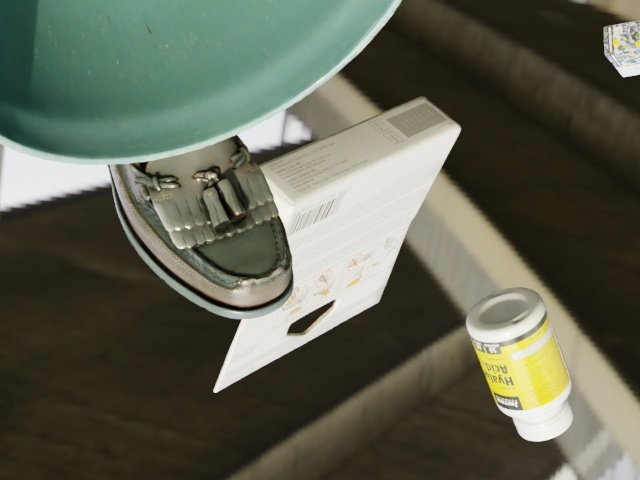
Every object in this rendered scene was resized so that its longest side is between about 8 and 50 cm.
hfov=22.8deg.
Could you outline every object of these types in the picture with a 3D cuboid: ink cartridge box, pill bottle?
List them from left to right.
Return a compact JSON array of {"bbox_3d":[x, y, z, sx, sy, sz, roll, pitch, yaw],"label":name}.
[{"bbox_3d":[0.000,0.000,1.670,0.066,0.261,0.296,40,-142,20],"label":"ink cartridge box"},{"bbox_3d":[0.163,0.101,1.268,0.065,0.116,0.065,-19,-153,10],"label":"pill bottle"},{"bbox_3d":[0.313,-0.174,1.395,0.115,0.029,0.063,-7,164,24],"label":"ink cartridge box"}]

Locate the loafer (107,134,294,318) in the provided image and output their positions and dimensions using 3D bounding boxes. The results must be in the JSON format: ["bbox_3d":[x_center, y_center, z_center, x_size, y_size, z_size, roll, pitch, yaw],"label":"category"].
[{"bbox_3d":[-0.101,-0.060,1.087,0.096,0.084,0.267,-18,-130,-23],"label":"loafer"}]

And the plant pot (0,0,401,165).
[{"bbox_3d":[-0.106,-0.211,0.900,0.293,0.293,0.196,-3,-129,-37],"label":"plant pot"}]
